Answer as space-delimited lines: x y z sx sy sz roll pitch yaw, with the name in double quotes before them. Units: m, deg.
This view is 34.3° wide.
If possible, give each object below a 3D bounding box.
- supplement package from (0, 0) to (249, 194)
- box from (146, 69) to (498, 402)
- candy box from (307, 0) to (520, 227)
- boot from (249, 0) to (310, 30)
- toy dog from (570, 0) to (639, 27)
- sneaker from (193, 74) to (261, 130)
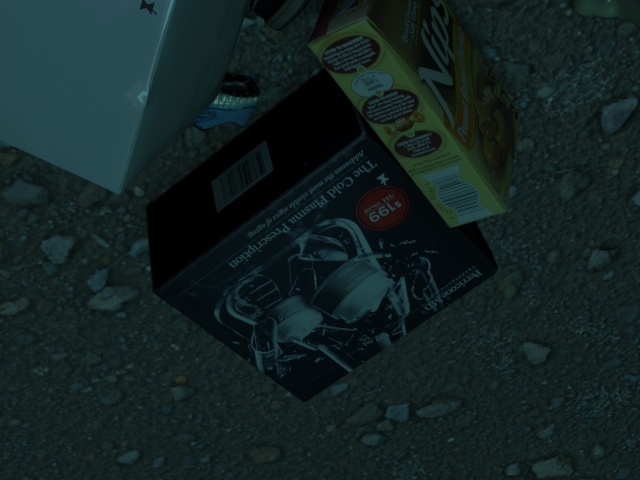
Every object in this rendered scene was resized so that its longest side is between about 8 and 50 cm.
"supplement package" -0.201 -0.213 0.985 0.198 0.262 0.199 25 121 3
"box" 0.000 0.000 1.388 0.343 0.179 0.312 -36 128 17
"candy box" 0.123 -0.188 1.236 0.088 0.183 0.316 -17 130 33
"boot" -0.089 -0.394 1.064 0.284 0.138 0.377 27 156 -6
"toy dog" 0.444 -0.426 1.083 0.396 0.284 0.408 -17 128 1
"sneaker" -0.157 -0.164 1.296 0.162 0.063 0.073 3 131 -14
